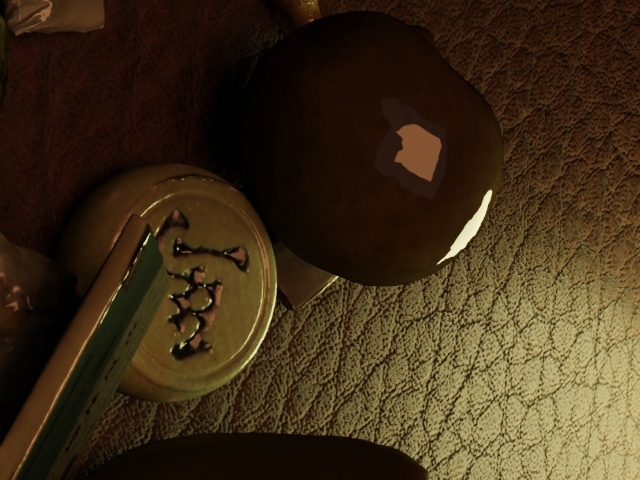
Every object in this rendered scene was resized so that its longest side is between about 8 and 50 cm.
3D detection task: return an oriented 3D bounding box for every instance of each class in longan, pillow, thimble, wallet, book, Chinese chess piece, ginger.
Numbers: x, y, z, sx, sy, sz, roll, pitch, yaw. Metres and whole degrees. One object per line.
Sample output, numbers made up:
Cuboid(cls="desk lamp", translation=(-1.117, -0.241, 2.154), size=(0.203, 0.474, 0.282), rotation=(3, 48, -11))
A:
Cuboid(cls="longan", translation=(0.049, -0.099, 1.918), size=(0.297, 0.297, 0.297), rotation=(-3, 94, -42))
Cuboid(cls="pillow", translation=(-0.271, -0.328, 1.761), size=(0.144, 0.078, 0.254), rotation=(-16, 104, -51))
Cuboid(cls="thimble", translation=(-0.359, 0.083, 1.560), size=(0.291, 0.291, 0.195), rotation=(37, 68, -37))
Cuboid(cls="wallet", translation=(0.000, 0.000, 2.056), size=(0.176, 0.026, 0.095), rotation=(-43, 113, -33))
Cuboid(cls="book", translation=(-0.209, 0.122, 1.570), size=(0.031, 0.379, 0.264), rotation=(27, 82, 2))
Cuboid(cls="Chinese chess piece", translation=(-0.160, 0.044, 1.864), size=(0.250, 0.101, 0.250), rotation=(-1, 92, -42))
Cuboid(cls="ginger", translation=(-0.027, -0.279, 1.986), size=(0.089, 0.075, 0.288), rotation=(-36, 127, 12))

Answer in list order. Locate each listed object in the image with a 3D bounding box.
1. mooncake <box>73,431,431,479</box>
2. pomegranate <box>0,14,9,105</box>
Cuboid(cls="mooncake", translation=(-0.084, 0.376, 1.729), size=(0.467, 0.467, 0.262), rotation=(-26, 119, -38))
Cuboid(cls="pomegranate", translation=(-0.405, -0.149, 1.586), size=(0.276, 0.222, 0.204), rotation=(-48, 150, 15))
